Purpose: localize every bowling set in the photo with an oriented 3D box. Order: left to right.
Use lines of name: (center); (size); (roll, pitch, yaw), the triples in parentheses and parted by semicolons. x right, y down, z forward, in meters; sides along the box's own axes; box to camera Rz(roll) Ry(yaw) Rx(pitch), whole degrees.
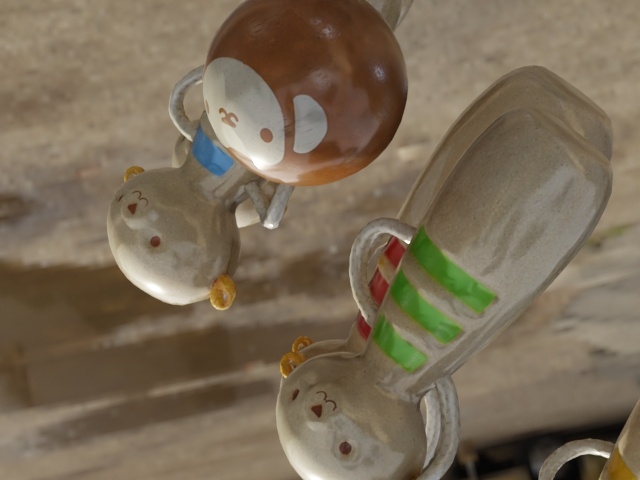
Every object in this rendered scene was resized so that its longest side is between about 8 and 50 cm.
bowling set: (0.000, 0.000, 0.563); (0.200, 0.287, 0.154); (19, 112, -49)
